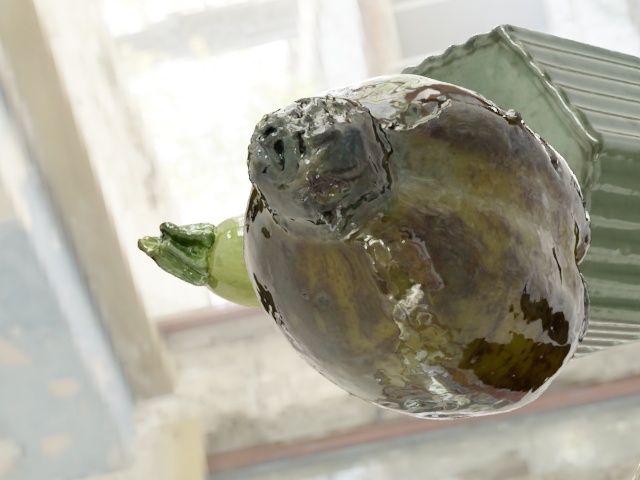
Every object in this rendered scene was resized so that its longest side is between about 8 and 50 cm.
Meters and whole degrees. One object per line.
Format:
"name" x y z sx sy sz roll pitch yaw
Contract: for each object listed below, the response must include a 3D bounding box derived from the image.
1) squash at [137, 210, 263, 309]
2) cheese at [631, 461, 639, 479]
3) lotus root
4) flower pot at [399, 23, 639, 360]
"squash" 0.000 0.000 1.099 0.094 0.224 0.094 176 90 -83
"cheese" 0.157 0.134 0.716 0.194 0.043 0.065 -79 13 -63
"lotus root" 0.034 0.003 0.656 0.209 0.120 0.120 32 -138 -53
"flower pot" 0.158 -0.028 1.296 0.189 0.209 0.239 4 -77 -46
